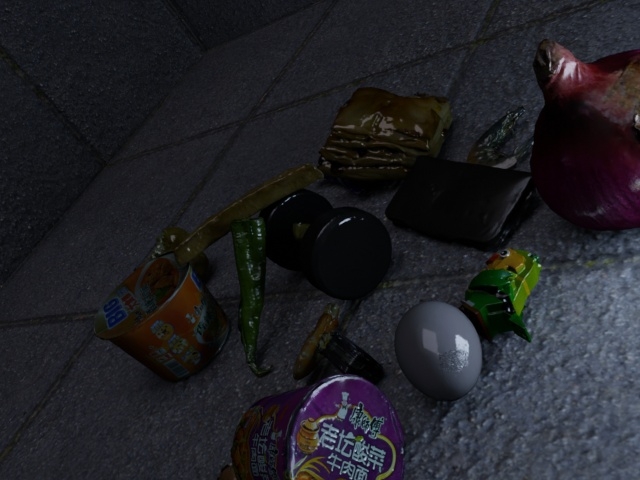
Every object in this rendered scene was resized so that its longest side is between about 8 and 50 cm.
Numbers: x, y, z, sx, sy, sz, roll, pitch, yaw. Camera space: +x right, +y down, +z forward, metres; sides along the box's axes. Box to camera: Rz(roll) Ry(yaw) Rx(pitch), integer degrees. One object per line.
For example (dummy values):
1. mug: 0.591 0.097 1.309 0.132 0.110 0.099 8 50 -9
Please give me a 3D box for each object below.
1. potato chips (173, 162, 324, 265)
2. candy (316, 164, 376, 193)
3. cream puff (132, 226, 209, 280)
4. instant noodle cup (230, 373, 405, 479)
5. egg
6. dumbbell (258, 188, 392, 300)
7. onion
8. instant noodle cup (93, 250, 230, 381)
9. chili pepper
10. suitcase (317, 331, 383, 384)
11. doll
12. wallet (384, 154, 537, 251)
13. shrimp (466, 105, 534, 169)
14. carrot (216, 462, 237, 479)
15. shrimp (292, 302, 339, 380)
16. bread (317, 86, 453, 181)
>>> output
1. potato chips: -0.177 -0.073 1.734 0.407 0.057 0.080 -32 22 7
2. candy: 0.080 -0.197 2.042 0.145 0.070 0.275 -38 31 -16
3. cream puff: -0.422 0.074 2.114 0.221 0.194 0.194 -55 32 -6
4. instant noodle cup: -0.015 0.349 1.207 0.190 0.251 0.251 -17 34 49
5. egg: 0.203 0.190 1.270 0.146 0.146 0.199 -29 37 15
6. dumbbell: 0.000 0.000 1.706 0.204 0.204 0.322 -44 29 -12
7. onion: 0.498 -0.210 1.289 0.348 0.385 0.348 -44 21 22
8. instant noodle cup: -0.378 0.199 1.821 0.296 0.214 0.296 -27 31 17
9. chili pepper: -0.153 0.124 1.667 0.085 0.359 0.076 -6 -5 11
10. suitcase: 0.060 0.233 1.429 0.059 0.086 0.126 -55 30 -1
11. doll: 0.330 0.093 1.313 0.134 0.106 0.186 -2 44 38
12. wallet: 0.299 -0.089 1.635 0.377 0.051 0.197 18 74 55
13. shrimp: 0.437 -0.231 1.727 0.217 0.051 0.150 -52 35 -10
14. carrot: -0.115 0.493 1.246 0.102 0.102 0.263 -34 32 6
15. shrimp: -0.002 0.202 1.532 0.217 0.051 0.115 -55 -9 -46
16. bread: 0.162 -0.292 1.927 0.324 0.167 0.277 3 45 27
